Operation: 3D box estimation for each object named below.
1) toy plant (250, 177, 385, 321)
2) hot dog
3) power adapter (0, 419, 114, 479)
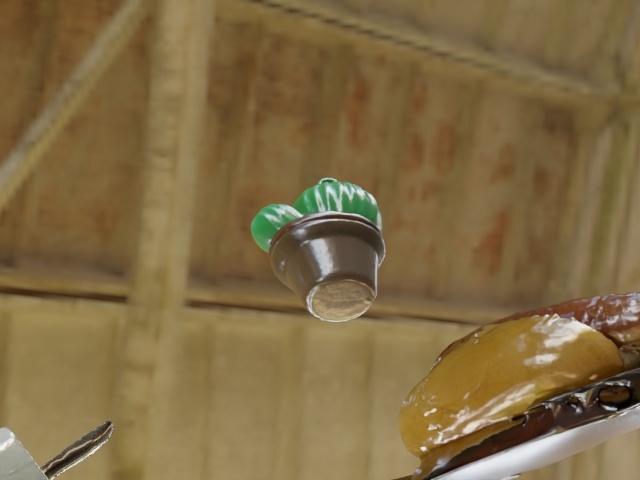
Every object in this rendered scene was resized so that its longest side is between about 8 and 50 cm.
[{"bbox_3d":[0.000,0.000,2.087,0.200,0.143,0.105,-107,17,-51],"label":"toy plant"},{"bbox_3d":[0.179,0.101,1.486,0.194,0.326,0.107,9,-117,-58],"label":"hot dog"},{"bbox_3d":[-0.219,0.215,1.466,0.205,0.130,0.125,-34,-26,-19],"label":"power adapter"}]
